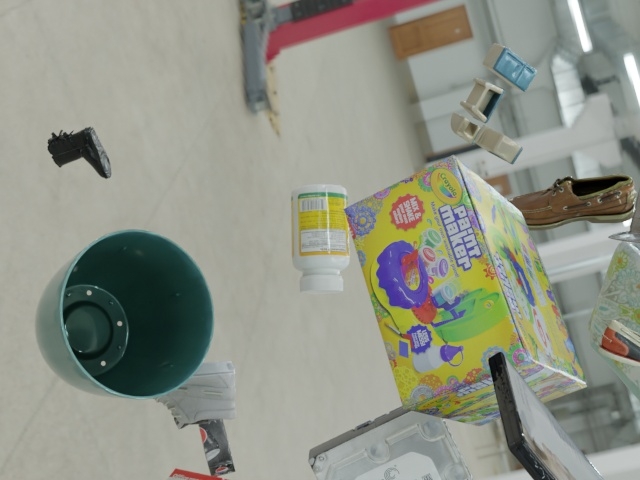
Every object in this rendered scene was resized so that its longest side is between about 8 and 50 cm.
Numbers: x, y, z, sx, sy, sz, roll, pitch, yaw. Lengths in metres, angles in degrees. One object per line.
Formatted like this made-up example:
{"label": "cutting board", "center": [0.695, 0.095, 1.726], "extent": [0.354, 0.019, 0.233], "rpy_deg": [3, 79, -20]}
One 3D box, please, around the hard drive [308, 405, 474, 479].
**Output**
{"label": "hard drive", "center": [0.156, 0.458, 1.660], "extent": [0.064, 0.237, 0.339], "rpy_deg": [-76, 140, -84]}

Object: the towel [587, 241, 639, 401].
{"label": "towel", "center": [0.782, 0.219, 2.286], "extent": [0.374, 0.090, 0.320], "rpy_deg": [52, -35, 44]}

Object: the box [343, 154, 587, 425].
{"label": "box", "center": [0.203, 0.080, 1.354], "extent": [0.279, 0.177, 0.290], "rpy_deg": [28, 42, -57]}

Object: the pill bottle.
{"label": "pill bottle", "center": [0.000, 0.000, 1.965], "extent": [0.117, 0.118, 0.208], "rpy_deg": [35, 53, -74]}

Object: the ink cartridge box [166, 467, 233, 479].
{"label": "ink cartridge box", "center": [-0.259, 0.524, 1.901], "extent": [0.231, 0.134, 0.078], "rpy_deg": [-51, 129, -41]}

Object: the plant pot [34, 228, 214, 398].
{"label": "plant pot", "center": [-0.376, 0.147, 1.769], "extent": [0.293, 0.235, 0.293], "rpy_deg": [11, 71, -36]}

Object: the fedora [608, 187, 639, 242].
{"label": "fedora", "center": [0.680, -0.055, 1.819], "extent": [0.244, 0.275, 0.124], "rpy_deg": [-63, 157, -86]}

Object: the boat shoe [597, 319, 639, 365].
{"label": "boat shoe", "center": [0.399, 0.132, 1.176], "extent": [0.049, 0.137, 0.043], "rpy_deg": [-115, -137, -77]}

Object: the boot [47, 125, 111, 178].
{"label": "boot", "center": [-0.486, -0.169, 1.978], "extent": [0.045, 0.099, 0.121], "rpy_deg": [-83, 156, -61]}

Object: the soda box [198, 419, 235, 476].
{"label": "soda box", "center": [-0.243, 0.453, 2.258], "extent": [0.053, 0.060, 0.169], "rpy_deg": [88, -15, -50]}

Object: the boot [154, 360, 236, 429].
{"label": "boot", "center": [-0.287, 0.304, 1.904], "extent": [0.095, 0.258, 0.123], "rpy_deg": [21, 63, -72]}

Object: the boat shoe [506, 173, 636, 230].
{"label": "boat shoe", "center": [0.560, -0.099, 2.253], "extent": [0.110, 0.307, 0.104], "rpy_deg": [-87, 167, -51]}

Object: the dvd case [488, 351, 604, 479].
{"label": "dvd case", "center": [0.270, 0.255, 1.070], "extent": [0.253, 0.022, 0.180], "rpy_deg": [50, 16, -16]}

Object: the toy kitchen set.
{"label": "toy kitchen set", "center": [0.398, -0.276, 2.057], "extent": [0.122, 0.207, 0.166], "rpy_deg": [23, 9, -41]}
